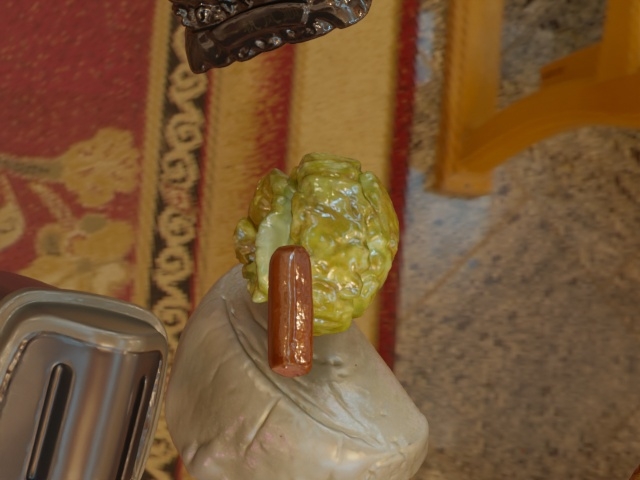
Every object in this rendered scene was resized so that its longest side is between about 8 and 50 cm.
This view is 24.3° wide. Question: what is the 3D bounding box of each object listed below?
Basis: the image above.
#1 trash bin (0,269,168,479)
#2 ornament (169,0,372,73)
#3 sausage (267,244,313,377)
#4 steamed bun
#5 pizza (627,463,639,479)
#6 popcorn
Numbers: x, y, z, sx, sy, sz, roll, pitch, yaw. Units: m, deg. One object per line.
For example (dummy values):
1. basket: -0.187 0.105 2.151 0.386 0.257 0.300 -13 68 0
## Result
1. trash bin: -0.256 0.134 1.318 0.182 0.290 0.209 11 94 -34
2. ornament: -0.092 -0.302 1.376 0.260 0.251 0.106 52 40 -30
3. sausage: -0.028 0.064 1.402 0.041 0.039 0.131 18 58 -35
4. steamed bun: -0.060 0.198 1.857 0.236 0.383 0.247 -4 132 -39
5. pizza: 0.211 0.114 0.540 0.114 0.277 0.409 30 87 -19
6. popcorn: 0.000 0.000 1.726 0.183 0.221 0.204 14 115 -11
